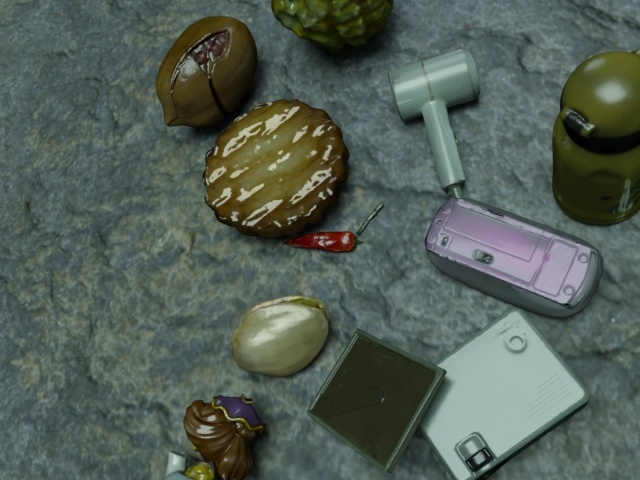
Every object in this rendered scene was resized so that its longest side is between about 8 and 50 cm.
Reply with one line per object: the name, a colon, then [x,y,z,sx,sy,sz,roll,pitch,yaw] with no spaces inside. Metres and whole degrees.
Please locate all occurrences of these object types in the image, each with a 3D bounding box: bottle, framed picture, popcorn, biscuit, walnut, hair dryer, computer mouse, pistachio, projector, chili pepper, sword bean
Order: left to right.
walnut: [-0.263,-0.378,1.510,0.203,0.203,0.298,29,82,27]
biscuit: [-0.092,-0.146,1.396,0.325,0.107,0.326,-6,65,14]
pistachio: [-0.074,0.182,1.253,0.200,0.117,0.145,-23,101,1]
chili pepper: [0.000,0.000,1.345,0.178,0.027,0.045,1,70,22]
popcorn: [0.035,-0.557,1.416,0.279,0.335,0.274,49,113,27]
sword bean: [0.100,-0.045,1.337,0.012,0.012,0.083,37,85,28]
framed picture: [0.087,0.264,1.130,0.189,0.023,0.260,-59,29,-10]
hair dryer: [0.257,-0.202,1.313,0.172,0.107,0.358,-15,73,14]
projector: [0.286,0.265,1.093,0.256,0.099,0.192,-36,60,2]
computer mouse: [0.343,0.026,1.185,0.310,0.072,0.158,23,79,25]
bottle: [0.466,-0.165,1.062,0.171,0.351,0.172,-7,67,16]

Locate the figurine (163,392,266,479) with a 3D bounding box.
figurine: [-0.197,0.399,1.185,0.189,0.142,0.264,14,76,27]
